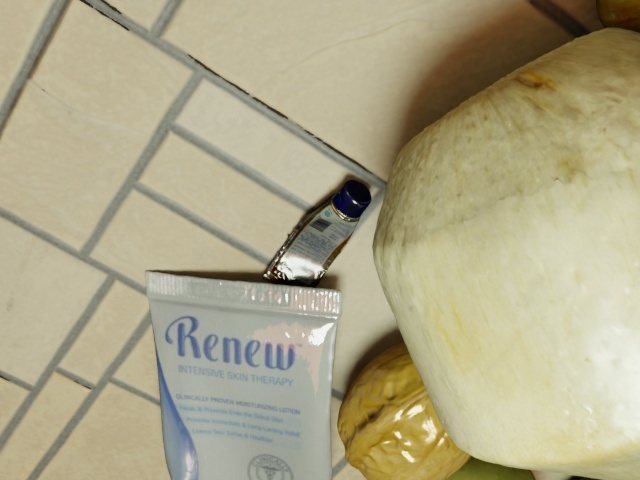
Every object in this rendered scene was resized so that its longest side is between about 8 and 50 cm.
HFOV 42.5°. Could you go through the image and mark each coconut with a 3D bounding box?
[{"bbox_3d":[0.254,0.037,0.742,0.415,0.345,0.415,8,109,25],"label":"coconut"}]

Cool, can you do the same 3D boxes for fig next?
[{"bbox_3d":[0.292,-0.215,0.725,0.084,0.098,0.082,-43,131,4],"label":"fig"}]

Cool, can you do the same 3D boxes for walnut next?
[{"bbox_3d":[0.107,0.206,0.962,0.159,0.159,0.206,33,120,-17],"label":"walnut"}]

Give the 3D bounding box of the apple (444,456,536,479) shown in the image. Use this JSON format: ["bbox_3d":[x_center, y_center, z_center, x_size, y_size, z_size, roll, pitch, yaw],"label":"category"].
[{"bbox_3d":[0.181,0.346,1.034,0.200,0.200,0.200,1,122,2],"label":"apple"}]

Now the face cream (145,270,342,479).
[{"bbox_3d":[-0.091,0.236,1.026,0.235,0.137,0.420,6,114,11],"label":"face cream"}]

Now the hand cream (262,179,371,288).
[{"bbox_3d":[0.000,0.000,0.912,0.062,0.039,0.163,27,125,-16],"label":"hand cream"}]
